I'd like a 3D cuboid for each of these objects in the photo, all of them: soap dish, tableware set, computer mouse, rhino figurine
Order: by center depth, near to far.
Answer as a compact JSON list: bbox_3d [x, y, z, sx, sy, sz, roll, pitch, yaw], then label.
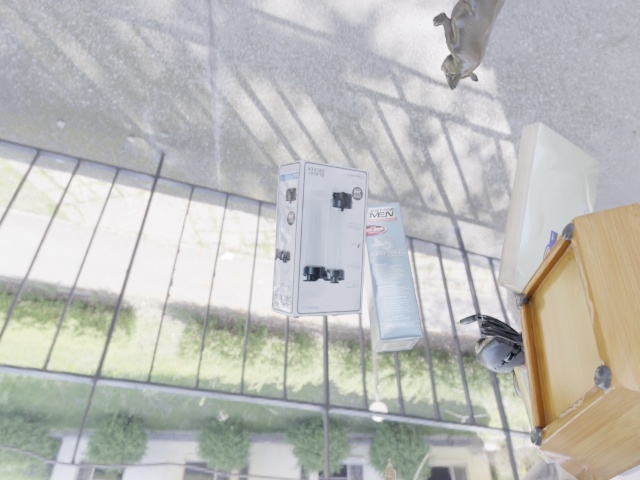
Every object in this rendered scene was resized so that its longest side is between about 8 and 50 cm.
[{"bbox_3d":[0.350,0.126,0.620,0.118,0.290,0.229,11,139,2],"label":"soap dish"},{"bbox_3d":[0.242,-0.348,0.820,0.073,0.106,0.243,-25,150,-14],"label":"rhino figurine"},{"bbox_3d":[0.360,0.227,1.035,0.184,0.060,0.262,27,163,1],"label":"computer mouse"},{"bbox_3d":[0.145,0.567,1.056,0.020,0.141,0.169,-4,-173,24],"label":"tableware set"}]

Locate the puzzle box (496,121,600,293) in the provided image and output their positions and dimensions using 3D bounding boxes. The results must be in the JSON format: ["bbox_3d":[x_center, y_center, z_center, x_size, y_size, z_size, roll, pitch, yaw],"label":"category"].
[{"bbox_3d":[0.572,-0.052,1.212,0.272,0.408,0.052,20,168,-30],"label":"puzzle box"}]

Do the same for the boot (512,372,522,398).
[{"bbox_3d":[0.469,0.339,1.050,0.042,0.118,0.087,-26,172,-15],"label":"boot"}]

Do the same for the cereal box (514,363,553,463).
[{"bbox_3d":[0.496,0.287,0.889,0.240,0.172,0.047,-15,176,0],"label":"cereal box"}]

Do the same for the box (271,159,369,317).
[{"bbox_3d":[0.000,0.000,0.955,0.169,0.289,0.087,2,180,-36],"label":"box"}]

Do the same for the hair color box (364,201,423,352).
[{"bbox_3d":[0.183,0.104,1.349,0.114,0.374,0.185,-6,157,-2],"label":"hair color box"}]
